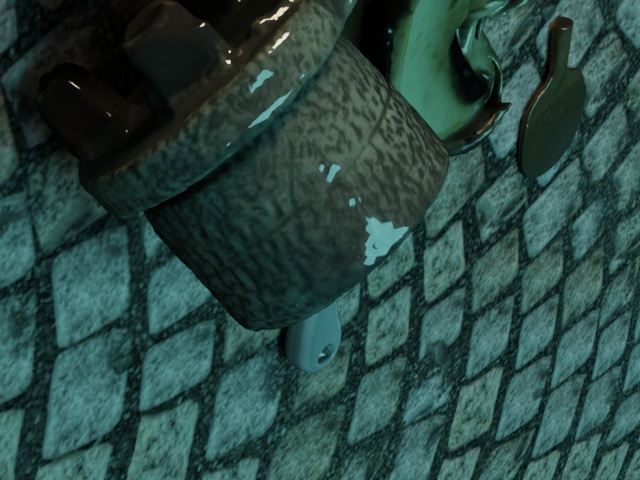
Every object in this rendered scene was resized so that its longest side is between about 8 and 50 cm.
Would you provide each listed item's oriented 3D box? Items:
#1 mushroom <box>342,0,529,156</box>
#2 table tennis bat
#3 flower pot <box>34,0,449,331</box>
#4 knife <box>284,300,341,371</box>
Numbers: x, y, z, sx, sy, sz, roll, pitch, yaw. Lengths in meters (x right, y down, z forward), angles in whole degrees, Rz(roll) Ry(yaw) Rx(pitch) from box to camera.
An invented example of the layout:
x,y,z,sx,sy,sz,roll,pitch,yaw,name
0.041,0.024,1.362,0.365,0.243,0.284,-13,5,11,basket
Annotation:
x,y,z,sx,sy,sz,roll,pitch,yaw,name
0.117,-0.242,1.757,0.247,0.130,0.344,-42,150,-21,mushroom
0.292,-0.178,2.182,0.131,0.022,0.234,-36,144,-33,table tennis bat
-0.053,-0.112,1.460,0.283,0.299,0.299,46,72,-16,flower pot
0.001,0.000,1.893,0.080,0.044,0.331,-29,134,-41,knife
